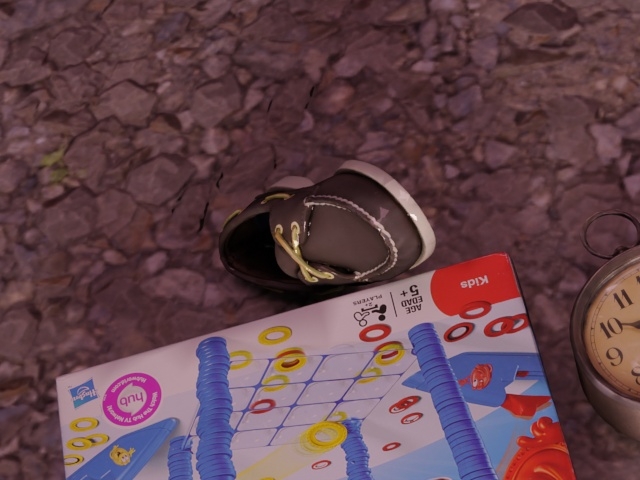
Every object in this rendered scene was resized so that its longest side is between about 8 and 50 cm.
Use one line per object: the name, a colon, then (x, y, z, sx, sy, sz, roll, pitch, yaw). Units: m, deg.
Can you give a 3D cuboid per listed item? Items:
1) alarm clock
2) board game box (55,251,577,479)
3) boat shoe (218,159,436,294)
alarm clock: (0.216, 0.051, 1.168, 0.129, 0.064, 0.192, -23, 53, -2)
board game box: (0.008, 0.184, 1.114, 0.308, 0.086, 0.302, -16, 51, 4)
boat shoe: (0.000, 0.000, 1.203, 0.068, 0.081, 0.227, -35, 11, -19)
